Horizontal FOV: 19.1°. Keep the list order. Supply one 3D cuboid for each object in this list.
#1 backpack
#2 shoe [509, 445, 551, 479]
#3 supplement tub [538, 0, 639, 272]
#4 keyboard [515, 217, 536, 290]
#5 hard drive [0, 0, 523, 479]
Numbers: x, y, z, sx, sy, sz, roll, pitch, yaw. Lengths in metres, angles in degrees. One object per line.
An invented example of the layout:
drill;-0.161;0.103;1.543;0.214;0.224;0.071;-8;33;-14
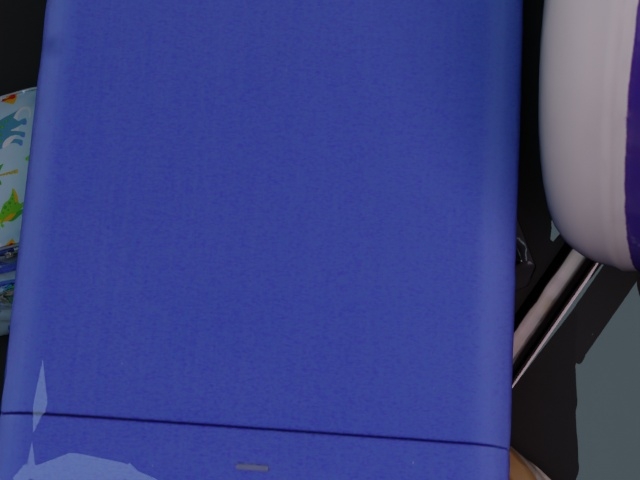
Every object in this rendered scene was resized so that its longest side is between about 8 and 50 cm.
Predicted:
backpack;-0.145;-0.015;0.891;0.114;0.084;0.105;-19;60;22
shoe;0.109;0.184;0.811;0.076;0.058;0.219;-37;67;36
supplement tub;0.266;-0.084;0.704;0.331;0.241;0.241;10;85;18
keyboard;0.000;0.000;0.884;0.180;0.023;0.108;-21;76;11
hard drive;-0.019;-0.041;0.826;0.210;0.040;0.319;4;72;-2
